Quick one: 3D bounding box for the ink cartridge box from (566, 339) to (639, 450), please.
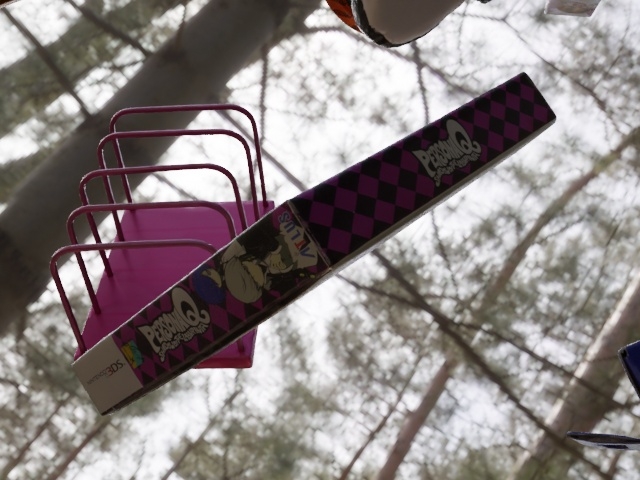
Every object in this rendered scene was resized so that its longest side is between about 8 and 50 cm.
[{"bbox_3d":[0.390,0.103,0.768,0.151,0.396,0.270,65,13,21],"label":"ink cartridge box"}]

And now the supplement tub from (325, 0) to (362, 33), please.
[{"bbox_3d":[0.158,-0.457,1.503,0.207,0.207,0.338,46,-45,-11],"label":"supplement tub"}]

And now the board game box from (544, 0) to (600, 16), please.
[{"bbox_3d":[0.323,-0.455,1.172,0.066,0.317,0.319,6,-2,6],"label":"board game box"}]

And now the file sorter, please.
[{"bbox_3d":[-0.175,-0.014,1.199,0.202,0.290,0.182,-2,-51,6],"label":"file sorter"}]

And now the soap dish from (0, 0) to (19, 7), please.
[{"bbox_3d":[-0.382,-0.360,1.207,0.291,0.229,0.118,-12,-88,24],"label":"soap dish"}]

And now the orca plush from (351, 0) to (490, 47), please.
[{"bbox_3d":[0.096,-0.296,0.868,0.151,0.287,0.102,14,4,-26],"label":"orca plush"}]

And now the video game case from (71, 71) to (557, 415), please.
[{"bbox_3d":[0.000,0.000,0.573,0.210,0.232,0.041,-35,-92,44],"label":"video game case"}]
